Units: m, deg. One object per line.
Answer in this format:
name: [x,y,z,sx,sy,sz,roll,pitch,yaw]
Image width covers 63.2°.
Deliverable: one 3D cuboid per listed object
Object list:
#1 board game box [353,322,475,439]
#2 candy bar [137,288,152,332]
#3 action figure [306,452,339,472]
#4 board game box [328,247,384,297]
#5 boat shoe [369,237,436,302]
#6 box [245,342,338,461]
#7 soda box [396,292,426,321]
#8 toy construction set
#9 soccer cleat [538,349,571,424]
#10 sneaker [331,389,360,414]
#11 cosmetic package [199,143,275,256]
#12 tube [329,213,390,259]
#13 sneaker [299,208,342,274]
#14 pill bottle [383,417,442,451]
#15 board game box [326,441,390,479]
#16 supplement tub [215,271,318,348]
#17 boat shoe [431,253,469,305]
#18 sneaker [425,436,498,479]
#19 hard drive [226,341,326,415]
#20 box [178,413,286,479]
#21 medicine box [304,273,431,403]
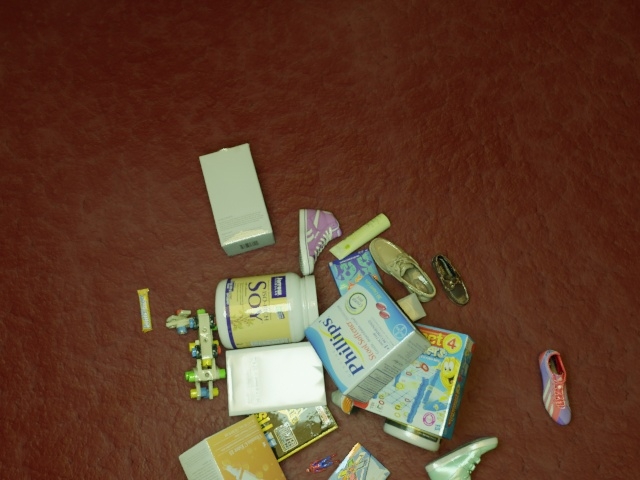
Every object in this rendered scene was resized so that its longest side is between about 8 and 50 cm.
board game box: [0.290,0.415,1.619,0.308,0.086,0.302,7,70,36]
candy bar: [-0.638,0.256,1.896,0.040,0.018,0.162,-12,73,-2]
action figure: [0.005,0.746,1.735,0.115,0.030,0.038,-23,79,-4]
board game box: [0.139,0.154,1.896,0.160,0.047,0.210,-21,75,-5]
boat shoe: [0.300,0.097,1.883,0.109,0.098,0.302,-41,77,-10]
box: [-0.128,0.549,1.771,0.257,0.079,0.322,-28,75,-5]
soda box: [0.221,0.289,1.830,0.286,0.098,0.091,-24,75,-6]
toy construction set: [-0.412,0.366,1.777,0.151,0.215,0.328,-16,67,-25]
soccer cleat: [0.798,0.495,1.759,0.082,0.095,0.248,-5,73,-1]
sneaker: [0.140,0.476,1.780,0.262,0.121,0.099,-32,107,-29]
cosmetic package: [-0.307,-0.151,1.939,0.196,0.155,0.366,-14,73,-4]
tube: [0.149,-0.012,1.935,0.240,0.070,0.062,-34,81,-8]
sneaker: [0.000,-0.001,1.892,0.160,0.102,0.282,3,57,-4]
pill bottle: [0.344,0.500,1.718,0.187,0.188,0.334,20,74,7]
board game box: [0.086,0.825,1.710,0.145,0.027,0.281,41,78,10]
supplement tub: [-0.174,0.235,1.778,0.330,0.241,0.241,-6,74,-1]
boat shoe: [0.469,0.143,1.882,0.073,0.073,0.207,-31,77,-9]
sneaker: [0.488,0.748,1.690,0.255,0.094,0.151,-29,69,3]
hard drive: [-0.149,0.458,1.736,0.318,0.040,0.211,-6,73,0]
box: [-0.247,0.760,1.612,0.168,0.215,0.346,-40,73,33]
medicine box: [0.142,0.304,1.623,0.289,0.149,0.263,-43,50,5]
